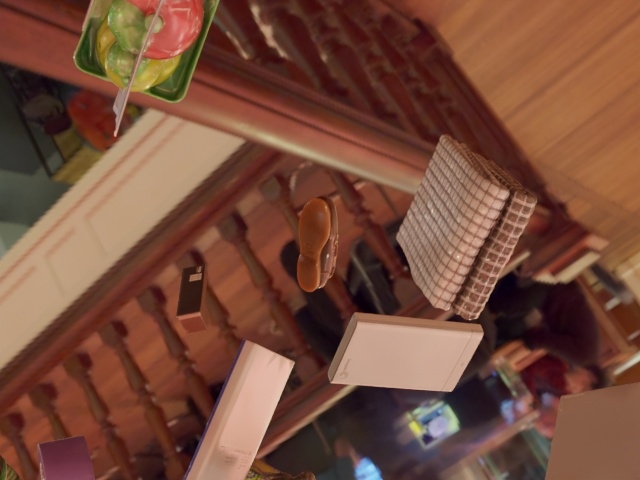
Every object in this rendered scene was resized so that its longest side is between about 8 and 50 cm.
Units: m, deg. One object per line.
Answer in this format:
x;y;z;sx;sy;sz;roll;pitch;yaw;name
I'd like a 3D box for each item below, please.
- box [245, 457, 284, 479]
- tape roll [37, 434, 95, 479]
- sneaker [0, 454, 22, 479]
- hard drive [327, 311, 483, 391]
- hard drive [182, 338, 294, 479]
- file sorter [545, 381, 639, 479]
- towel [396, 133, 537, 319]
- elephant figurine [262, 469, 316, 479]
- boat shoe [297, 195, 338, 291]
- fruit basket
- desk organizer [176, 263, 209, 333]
-0.120;0.751;2.351;0.279;0.290;0.177;-61;177;-4;box
-0.439;0.439;1.607;0.080;0.189;0.189;-8;151;-22;tape roll
-0.692;0.607;1.926;0.134;0.343;0.146;-25;125;21;sneaker
0.221;0.296;2.414;0.353;0.047;0.233;7;128;-18;hard drive
-0.170;0.384;1.978;0.318;0.040;0.210;-67;153;-9;hard drive
0.503;0.391;1.530;0.193;0.173;0.277;-16;-157;29;file sorter
0.243;-0.025;1.572;0.121;0.283;0.235;18;108;-15;towel
-0.076;0.579;1.985;0.169;0.186;0.239;-34;174;-16;elephant figurine
0.000;0.000;1.795;0.073;0.073;0.207;-28;139;-44;boat shoe
-0.215;-0.304;1.156;0.353;0.166;0.327;-118;-131;-77;fruit basket
-0.233;0.108;1.722;0.047;0.130;0.050;-12;130;9;desk organizer
